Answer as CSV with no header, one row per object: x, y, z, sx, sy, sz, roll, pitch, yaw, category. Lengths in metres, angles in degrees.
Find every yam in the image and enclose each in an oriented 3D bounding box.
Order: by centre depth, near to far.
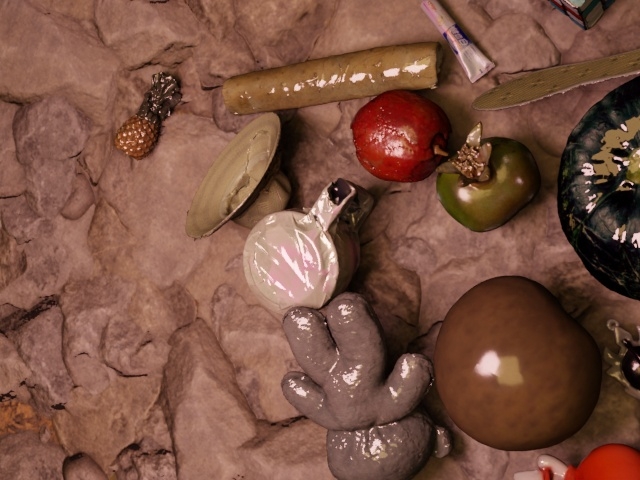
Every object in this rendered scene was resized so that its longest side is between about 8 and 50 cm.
0.017,-0.260,1.474,0.371,0.083,0.083,-4,89,24,yam

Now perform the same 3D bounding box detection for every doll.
0.423,0.368,1.291,0.290,0.130,0.161,-5,86,16,doll
0.468,0.195,1.302,0.096,0.070,0.195,-33,85,3,doll
0.069,0.226,1.404,0.245,0.158,0.341,-21,101,19,doll

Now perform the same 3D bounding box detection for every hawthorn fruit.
0.134,-0.154,1.382,0.172,0.148,0.148,19,98,48,hawthorn fruit

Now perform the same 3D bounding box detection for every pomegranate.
0.233,-0.092,1.329,0.152,0.191,0.131,-42,62,16,pomegranate

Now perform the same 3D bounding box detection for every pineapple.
-0.302,-0.221,1.613,0.074,0.074,0.159,33,94,19,pineapple

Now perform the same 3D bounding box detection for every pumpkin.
0.471,-0.064,1.214,0.315,0.238,0.316,-11,70,31,pumpkin

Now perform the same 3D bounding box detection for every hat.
-0.107,-0.078,1.500,0.110,0.252,0.252,35,107,-25,hat

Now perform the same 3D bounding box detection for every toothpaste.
0.205,-0.323,1.424,0.045,0.028,0.170,-37,79,11,toothpaste

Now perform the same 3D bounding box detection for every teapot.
-0.013,-0.001,1.440,0.163,0.178,0.222,13,102,22,teapot

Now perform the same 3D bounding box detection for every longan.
0.279,0.173,1.302,0.248,0.248,0.248,0,91,22,longan

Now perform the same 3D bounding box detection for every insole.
0.356,-0.233,1.301,0.322,0.109,0.007,-9,123,42,insole

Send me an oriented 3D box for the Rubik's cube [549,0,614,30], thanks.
0.365,-0.412,1.289,0.151,0.155,0.154,44,106,16,Rubik's cube
